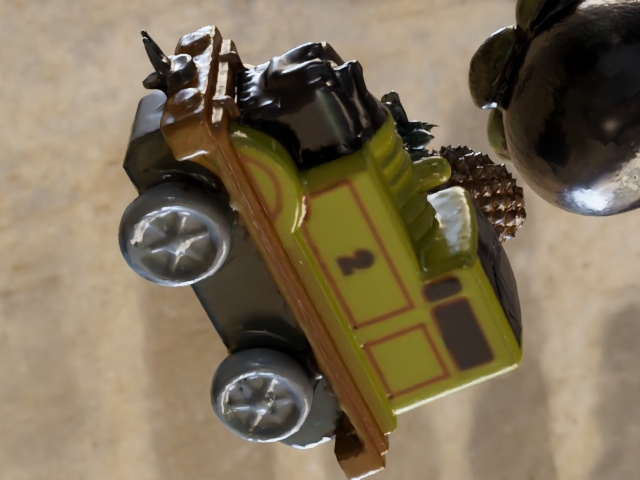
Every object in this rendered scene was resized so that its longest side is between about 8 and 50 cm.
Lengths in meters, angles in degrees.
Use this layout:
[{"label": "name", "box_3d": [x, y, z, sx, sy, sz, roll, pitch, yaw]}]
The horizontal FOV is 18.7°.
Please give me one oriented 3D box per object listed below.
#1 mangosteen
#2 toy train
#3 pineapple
[{"label": "mangosteen", "box_3d": [0.260, -0.138, 1.834, 0.243, 0.243, 0.243, -12, -90, -86]}, {"label": "toy train", "box_3d": [0.000, 0.000, 0.776, 0.089, 0.127, 0.219, -88, -26, -61]}, {"label": "pineapple", "box_3d": [0.108, -0.053, 1.707, 0.221, 0.083, 0.103, 30, -173, -39]}]
